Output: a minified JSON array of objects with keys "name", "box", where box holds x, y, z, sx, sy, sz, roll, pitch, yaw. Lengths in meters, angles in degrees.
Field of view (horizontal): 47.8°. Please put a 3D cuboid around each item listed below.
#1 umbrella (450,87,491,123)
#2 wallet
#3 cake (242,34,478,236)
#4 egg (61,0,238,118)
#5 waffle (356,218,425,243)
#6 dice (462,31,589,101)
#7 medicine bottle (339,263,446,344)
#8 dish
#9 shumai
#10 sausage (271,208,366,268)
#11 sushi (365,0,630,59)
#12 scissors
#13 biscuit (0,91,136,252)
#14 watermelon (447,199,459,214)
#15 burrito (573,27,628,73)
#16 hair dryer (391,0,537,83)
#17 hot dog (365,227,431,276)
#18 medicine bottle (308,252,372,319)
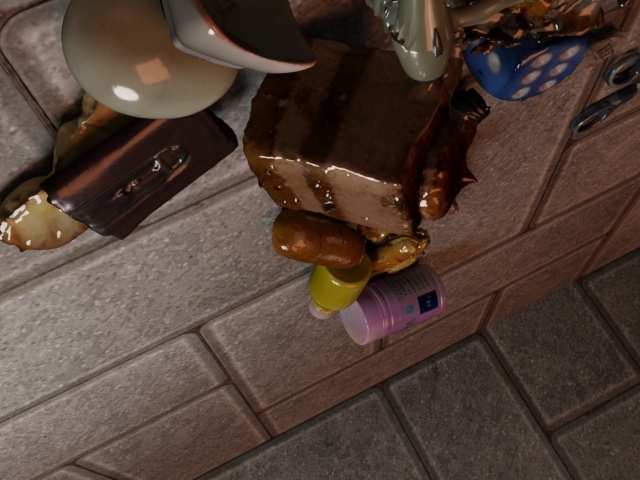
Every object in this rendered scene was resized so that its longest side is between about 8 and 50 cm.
[{"name":"umbrella","box":[0.155,-0.160,1.302,0.326,0.090,0.094,-35,178,14]},{"name":"wallet","box":[-0.226,-0.096,0.951,0.229,0.049,0.182,-36,156,5]},{"name":"cake","box":[0.067,-0.127,0.970,0.199,0.293,0.196,66,44,-64]},{"name":"egg","box":[-0.171,-0.204,0.765,0.151,0.151,0.209,-43,161,29]},{"name":"waffle","box":[0.188,-0.087,1.540,0.254,0.052,0.245,-27,155,-4]},{"name":"dice","box":[0.310,-0.310,1.110,0.146,0.146,0.143,-19,157,-14]},{"name":"medicine bottle","box":[0.191,0.169,1.928,0.254,0.152,0.152,-19,155,-24]},{"name":"dish","box":[-0.100,-0.254,0.688,0.077,0.212,0.151,-26,162,34]},{"name":"shumai","box":[0.169,-0.203,1.166,0.209,0.153,0.161,-37,162,9]},{"name":"sausage","box":[0.000,0.002,1.434,0.109,0.109,0.270,-39,153,21]},{"name":"sushi","box":[0.222,-0.378,0.818,0.417,0.176,0.417,-19,150,-11]},{"name":"scissors","box":[0.756,-0.368,1.639,0.383,0.029,0.256,-22,156,-19]},{"name":"biscuit","box":[-0.320,-0.087,0.966,0.299,0.045,0.154,-42,155,24]},{"name":"watermelon","box":[0.237,-0.120,1.429,0.155,0.080,0.101,43,82,-28]},{"name":"burrito","box":[0.483,-0.345,1.340,0.203,0.064,0.064,-23,156,-16]},{"name":"hair dryer","box":[0.156,-0.263,0.739,0.199,0.067,0.167,-32,146,5]},{"name":"hot dog","box":[0.160,0.035,1.642,0.104,0.076,0.250,-19,178,-40]},{"name":"medicine bottle","box":[0.030,0.104,1.653,0.121,0.122,0.212,-17,154,-27]}]
